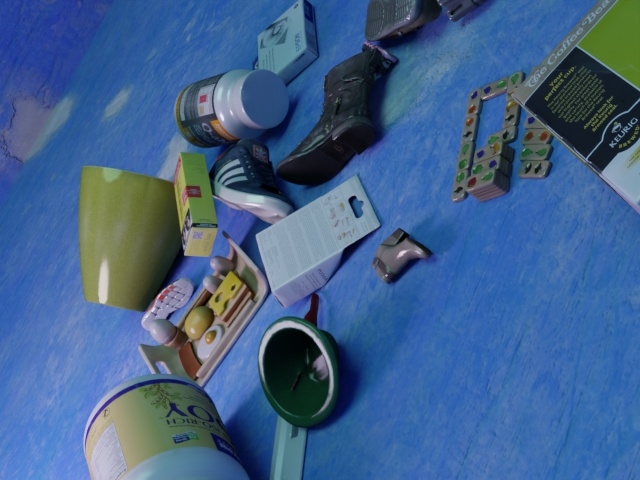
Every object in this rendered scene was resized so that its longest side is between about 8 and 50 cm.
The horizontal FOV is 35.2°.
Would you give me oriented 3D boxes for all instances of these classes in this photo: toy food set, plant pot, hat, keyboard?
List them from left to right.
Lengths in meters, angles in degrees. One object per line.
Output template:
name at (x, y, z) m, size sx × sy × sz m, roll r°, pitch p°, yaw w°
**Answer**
plant pot at (-0.436, 0.006, 2.282) m, size 0.275 × 0.275 × 0.293 m, roll 5°, pitch 81°, yaw 55°
toy food set at (-0.241, 0.142, 2.018) m, size 0.306 × 0.092 × 0.220 m, roll -55°, pitch 31°, yaw 3°
keyboard at (-0.047, 0.318, 1.674) m, size 0.072 × 0.014 × 0.256 m, roll -24°, pitch 44°, yaw 34°
hat at (0.013, 0.192, 1.699) m, size 0.173 × 0.184 × 0.208 m, roll -12°, pitch 88°, yaw 39°

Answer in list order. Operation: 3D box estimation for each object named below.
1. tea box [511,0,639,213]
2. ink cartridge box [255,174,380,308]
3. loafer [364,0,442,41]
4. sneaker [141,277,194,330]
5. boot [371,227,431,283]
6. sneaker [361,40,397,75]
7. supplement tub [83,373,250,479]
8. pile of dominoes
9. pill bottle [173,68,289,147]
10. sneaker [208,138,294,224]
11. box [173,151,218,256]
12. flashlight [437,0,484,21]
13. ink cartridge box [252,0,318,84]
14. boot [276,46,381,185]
tea box at (0.470, -0.182, 1.221) m, size 0.329 × 0.220 × 0.323 m, roll -48°, pitch 33°, yaw 14°
ink cartridge box at (0.000, 0.000, 1.879) m, size 0.232 × 0.066 × 0.189 m, roll -28°, pitch 36°, yaw 5°
loafer at (0.162, -0.445, 2.025) m, size 0.251 × 0.087 × 0.094 m, roll -164°, pitch 79°, yaw -68°
sneaker at (-0.337, 0.126, 2.197) m, size 0.158 × 0.061 × 0.065 m, roll -43°, pitch 27°, yaw 19°
boot at (0.131, 0.033, 1.666) m, size 0.087 × 0.042 × 0.118 m, roll -59°, pitch 30°, yaw 8°
sneaker at (0.110, -0.368, 2.055) m, size 0.057 × 0.047 × 0.119 m, roll -63°, pitch 29°, yaw 12°
supplement tub at (-0.247, 0.396, 1.654) m, size 0.241 × 0.241 × 0.331 m, roll -52°, pitch 32°, yaw 7°
pile of dominoes at (0.292, -0.183, 1.636) m, size 0.196 × 0.040 × 0.251 m, roll -20°, pitch 47°, yaw 44°
pill bottle at (-0.204, -0.303, 2.304) m, size 0.278 × 0.162 × 0.162 m, roll -3°, pitch 59°, yaw 53°
sneaker at (-0.139, -0.133, 2.090) m, size 0.350 × 0.131 × 0.148 m, roll 23°, pitch 85°, yaw 58°
box at (-0.261, -0.078, 2.095) m, size 0.232 × 0.058 × 0.087 m, roll -104°, pitch 26°, yaw -42°
flashlight at (0.339, -0.531, 1.834) m, size 0.304 × 0.103 × 0.103 m, roll -31°, pitch 13°, yaw 36°
ink cartridge box at (-0.102, -0.444, 2.404) m, size 0.224 × 0.045 × 0.223 m, roll -38°, pitch 36°, yaw 28°
boot at (0.023, -0.247, 2.011) m, size 0.263 × 0.091 × 0.229 m, roll -28°, pitch 42°, yaw 32°
